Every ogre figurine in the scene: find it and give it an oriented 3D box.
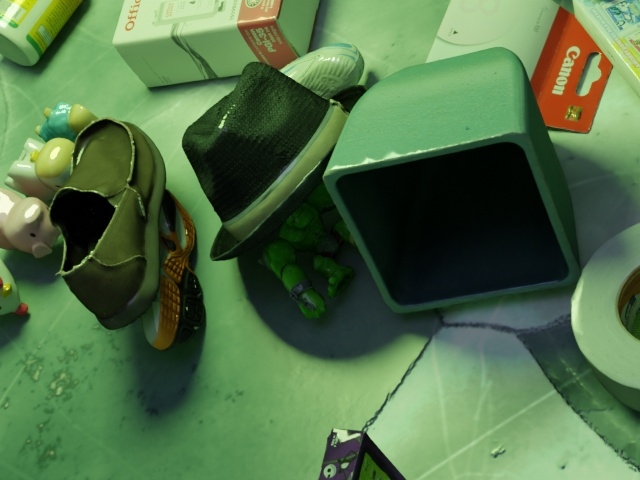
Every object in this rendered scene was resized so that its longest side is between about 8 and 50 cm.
[{"bbox_3d":[0.000,0.000,1.914,0.118,0.097,0.197,27,89,19],"label":"ogre figurine"}]

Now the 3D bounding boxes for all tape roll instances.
[{"bbox_3d":[0.393,0.083,1.622,0.219,0.072,0.219,-13,56,19],"label":"tape roll"}]

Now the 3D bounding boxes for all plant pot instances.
[{"bbox_3d":[0.175,-0.097,1.800,0.248,0.247,0.252,-11,40,21],"label":"plant pot"}]

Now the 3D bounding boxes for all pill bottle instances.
[{"bbox_3d":[-0.459,-0.399,2.396,0.118,0.117,0.208,20,70,36],"label":"pill bottle"}]

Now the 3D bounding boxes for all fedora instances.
[{"bbox_3d":[-0.085,-0.128,1.904,0.334,0.152,0.334,-46,12,12],"label":"fedora"}]

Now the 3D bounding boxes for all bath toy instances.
[{"bbox_3d":[-0.422,-0.035,2.137,0.348,0.129,0.151,-63,10,-22],"label":"bath toy"}]

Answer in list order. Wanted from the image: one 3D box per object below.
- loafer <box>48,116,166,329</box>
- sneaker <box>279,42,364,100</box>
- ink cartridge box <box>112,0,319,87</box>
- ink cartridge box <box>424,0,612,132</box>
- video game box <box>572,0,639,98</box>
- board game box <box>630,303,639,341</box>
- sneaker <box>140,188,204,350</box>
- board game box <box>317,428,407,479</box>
[{"bbox_3d":[-0.290,-0.052,1.965,0.134,0.130,0.366,-34,41,18],"label":"loafer"},{"bbox_3d":[-0.042,-0.211,2.091,0.237,0.085,0.086,-22,17,21],"label":"sneaker"},{"bbox_3d":[-0.152,-0.357,2.209,0.283,0.117,0.207,-4,57,24],"label":"ink cartridge box"},{"bbox_3d":[0.266,-0.250,1.945,0.232,0.066,0.189,11,65,28],"label":"ink cartridge box"},{"bbox_3d":[0.453,-0.279,1.876,0.187,0.048,0.205,-23,50,-4],"label":"video game box"},{"bbox_3d":[0.436,0.014,1.712,0.124,0.039,0.259,0,62,26],"label":"board game box"},{"bbox_3d":[-0.235,0.055,2.003,0.121,0.099,0.262,-26,43,19],"label":"sneaker"},{"bbox_3d":[0.024,0.399,1.554,0.056,0.208,0.346,-1,58,30],"label":"board game box"}]
